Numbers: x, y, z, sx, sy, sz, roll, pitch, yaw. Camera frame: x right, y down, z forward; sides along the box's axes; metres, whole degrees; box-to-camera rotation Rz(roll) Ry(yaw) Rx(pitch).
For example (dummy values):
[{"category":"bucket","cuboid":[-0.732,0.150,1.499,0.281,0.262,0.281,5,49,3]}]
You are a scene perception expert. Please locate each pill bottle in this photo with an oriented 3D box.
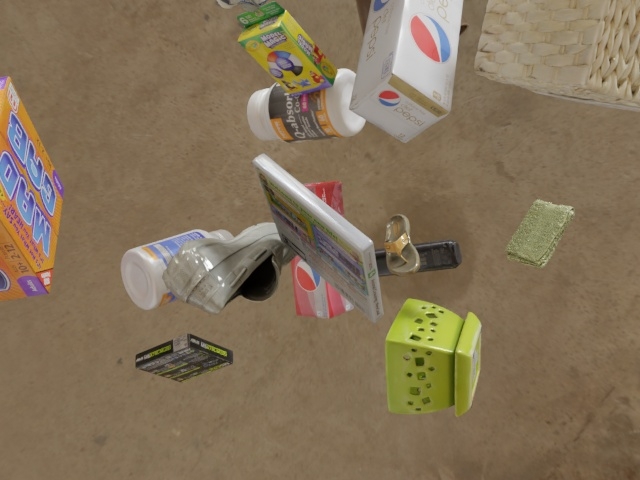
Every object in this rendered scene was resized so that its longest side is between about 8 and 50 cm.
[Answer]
[{"category":"pill bottle","cuboid":[-0.037,-0.325,1.535,0.278,0.162,0.162,-1,96,36]},{"category":"pill bottle","cuboid":[-0.336,0.059,1.529,0.152,0.272,0.152,17,116,39]}]

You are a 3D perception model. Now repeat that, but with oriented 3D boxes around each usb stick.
[{"category":"usb stick","cuboid":[0.235,0.048,1.615,0.278,0.045,0.077,-9,93,40]}]

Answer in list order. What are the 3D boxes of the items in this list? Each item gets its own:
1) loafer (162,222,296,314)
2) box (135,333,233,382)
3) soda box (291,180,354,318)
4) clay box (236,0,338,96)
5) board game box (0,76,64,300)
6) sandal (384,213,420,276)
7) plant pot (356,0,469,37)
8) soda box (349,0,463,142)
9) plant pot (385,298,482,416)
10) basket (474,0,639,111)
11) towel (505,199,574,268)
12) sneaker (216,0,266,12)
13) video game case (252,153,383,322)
[{"category":"loafer","cuboid":[-0.108,0.046,0.942,0.111,0.319,0.112,42,114,13]},{"category":"box","cuboid":[-0.364,0.319,1.663,0.190,0.184,0.045,-24,58,23]},{"category":"soda box","cuboid":[-0.003,0.018,1.230,0.092,0.083,0.263,-1,99,41]},{"category":"clay box","cuboid":[-0.078,-0.409,1.343,0.127,0.222,0.053,-4,60,41]},{"category":"board game box","cuboid":[-0.826,-0.095,1.379,0.356,0.356,0.356,-9,51,-5]},{"category":"sandal","cuboid":[0.166,0.005,1.329,0.072,0.180,0.049,-22,134,20]},{"category":"plant pot","cuboid":[0.163,-0.500,1.299,0.215,0.215,0.230,-26,92,4]},{"category":"soda box","cuboid":[0.092,-0.211,0.625,0.074,0.069,0.216,26,59,-24]},{"category":"plant pot","cuboid":[0.296,0.304,1.585,0.207,0.227,0.228,5,115,21]},{"category":"basket","cuboid":[0.224,-0.180,0.537,0.103,0.167,0.113,3,107,-22]},{"category":"towel","cuboid":[0.461,-0.014,1.305,0.027,0.110,0.148,31,87,-33]},{"category":"sneaker","cuboid":[-0.132,-0.428,1.055,0.058,0.135,0.052,-15,96,33]},{"category":"video game case","cuboid":[0.000,0.000,0.844,0.023,0.193,0.212,-40,59,-16]}]
